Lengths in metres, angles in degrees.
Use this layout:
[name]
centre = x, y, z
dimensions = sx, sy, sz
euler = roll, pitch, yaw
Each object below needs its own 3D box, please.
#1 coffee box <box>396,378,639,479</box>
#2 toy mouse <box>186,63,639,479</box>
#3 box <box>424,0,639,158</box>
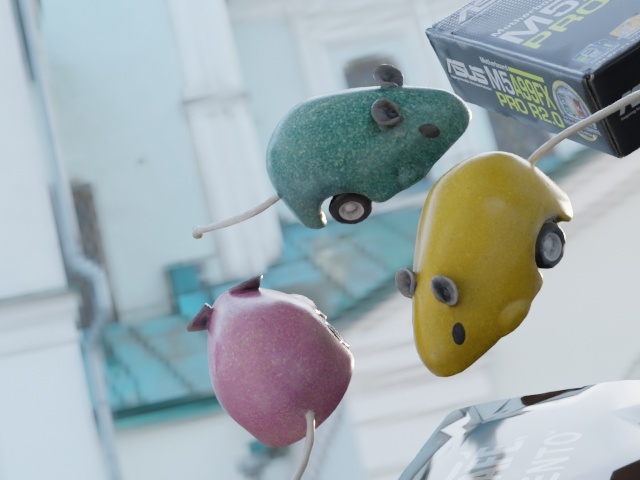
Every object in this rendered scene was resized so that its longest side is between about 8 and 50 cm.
[coffee box]
centre = 0.100, 0.198, 0.491
dimensions = 0.119, 0.297, 0.168
euler = -11, 10, 21
[toy mouse]
centre = 0.000, 0.000, 0.554
dimensions = 0.143, 0.161, 0.031
euler = 17, -21, 47
[box]
centre = 0.230, -0.164, 1.238
dimensions = 0.270, 0.060, 0.216
euler = -33, 24, -12
